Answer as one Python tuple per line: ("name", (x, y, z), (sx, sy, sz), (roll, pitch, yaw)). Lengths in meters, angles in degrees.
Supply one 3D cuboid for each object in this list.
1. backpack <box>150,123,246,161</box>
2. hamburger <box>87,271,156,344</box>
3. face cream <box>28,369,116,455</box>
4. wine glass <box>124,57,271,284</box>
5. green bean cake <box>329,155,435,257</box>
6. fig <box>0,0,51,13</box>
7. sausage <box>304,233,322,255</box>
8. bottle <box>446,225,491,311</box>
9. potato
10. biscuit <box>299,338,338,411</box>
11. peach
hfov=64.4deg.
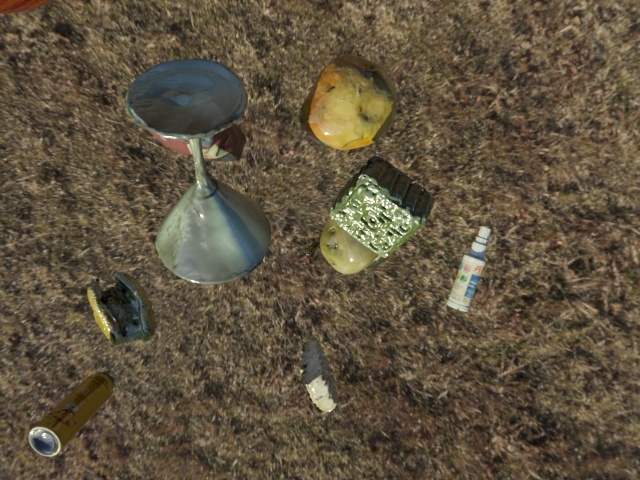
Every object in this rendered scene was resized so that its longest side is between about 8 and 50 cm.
("backpack", (-0.452, -0.398, 1.819), (0.316, 0.283, 0.198), (16, 86, 15))
("hamburger", (-0.659, 0.250, 1.720), (0.167, 0.288, 0.192), (-31, 60, -30))
("face cream", (-0.752, 0.517, 1.596), (0.104, 0.349, 0.105), (3, 107, 9))
("wine glass", (-0.236, -0.127, 1.007), (0.266, 0.406, 0.267), (1, 54, -1))
("green bean cake", (0.125, -0.063, 1.080), (0.173, 0.181, 0.094), (37, 50, -8))
("fig", (-0.524, -0.432, 0.833), (0.216, 0.217, 0.321), (34, 113, -9))
("sausage", (0.000, 0.000, 1.775), (0.198, 0.028, 0.025), (-43, 128, -44))
("bottle", (0.381, 0.070, 1.286), (0.060, 0.060, 0.217), (16, 98, -9))
("potato", (0.138, -0.041, 1.555), (0.220, 0.243, 0.326), (30, 51, 29))
("biscuit", (-0.004, 0.416, 1.510), (0.084, 0.281, 0.179), (-21, 97, -1))
("peach", (0.060, -0.321, 1.208), (0.235, 0.214, 0.214), (-30, 97, -18))
